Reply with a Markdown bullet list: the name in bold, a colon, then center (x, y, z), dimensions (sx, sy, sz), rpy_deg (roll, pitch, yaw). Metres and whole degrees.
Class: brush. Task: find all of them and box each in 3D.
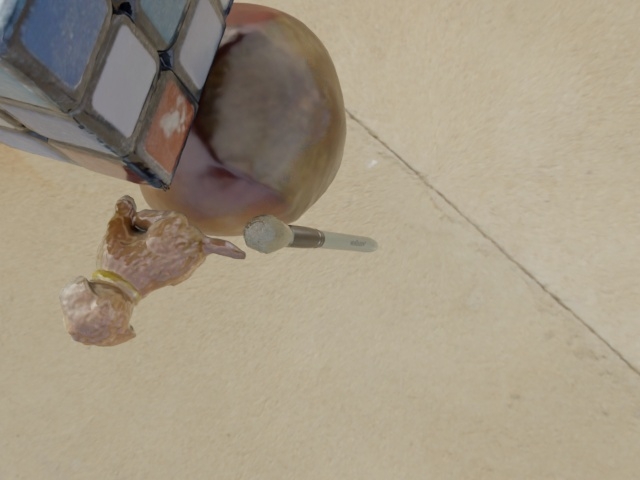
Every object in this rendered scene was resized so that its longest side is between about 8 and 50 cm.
- **brush**: center (0.000, 0.000, 0.868), dimensions (0.039, 0.299, 0.042), rpy_deg (44, 107, 24)

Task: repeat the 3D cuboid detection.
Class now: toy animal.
- **toy animal**: center (-0.205, 0.051, 0.855), dimensions (0.184, 0.185, 0.104), rpy_deg (12, 133, 15)

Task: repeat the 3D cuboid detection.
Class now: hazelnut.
- **hazelnut**: center (-0.130, -0.179, 1.127), dimensions (0.366, 0.366, 0.365), rpy_deg (1, 95, 9)

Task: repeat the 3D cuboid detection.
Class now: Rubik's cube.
- **Rubik's cube**: center (-0.311, -0.292, 0.746), dimensions (0.363, 0.362, 0.358), rpy_deg (14, 82, 9)
